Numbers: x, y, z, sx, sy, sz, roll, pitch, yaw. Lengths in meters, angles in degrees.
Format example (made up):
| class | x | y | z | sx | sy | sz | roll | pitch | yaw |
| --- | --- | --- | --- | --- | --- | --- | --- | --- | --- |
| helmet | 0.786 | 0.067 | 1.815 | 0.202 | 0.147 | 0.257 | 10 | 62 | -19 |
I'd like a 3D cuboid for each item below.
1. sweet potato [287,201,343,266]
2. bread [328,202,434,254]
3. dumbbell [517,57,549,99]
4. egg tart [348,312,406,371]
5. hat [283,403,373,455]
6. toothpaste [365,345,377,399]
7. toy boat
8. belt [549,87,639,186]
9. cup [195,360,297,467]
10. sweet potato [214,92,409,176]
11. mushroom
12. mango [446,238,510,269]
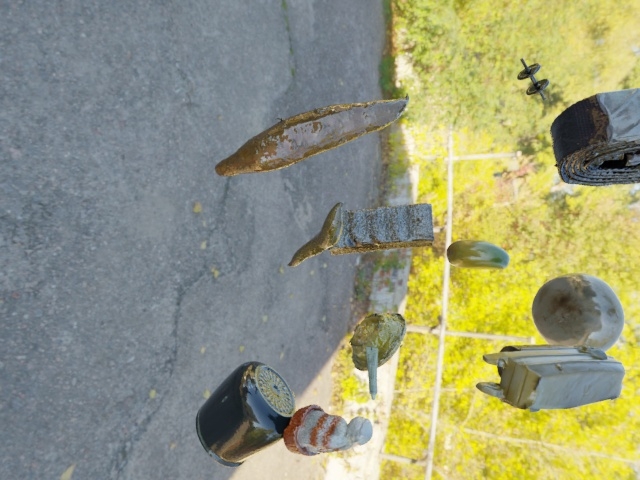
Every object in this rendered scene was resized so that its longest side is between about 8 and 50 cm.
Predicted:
| class | x | y | z | sx | sy | sz | roll | pitch | yaw |
| --- | --- | --- | --- | --- | --- | --- | --- | --- | --- |
| sweet potato | 0.001 | 0.002 | 1.099 | 0.069 | 0.249 | 0.060 | 17 | 44 | -29 |
| bread | 0.235 | -0.045 | 1.702 | 0.113 | 0.416 | 0.165 | 65 | 21 | -66 |
| dumbbell | 0.622 | -0.470 | 1.263 | 0.147 | 0.069 | 0.069 | 47 | 43 | -21 |
| egg tart | 0.228 | 0.410 | 1.852 | 0.120 | 0.315 | 0.315 | 46 | 42 | -15 |
| hat | 0.024 | 0.364 | 0.816 | 0.112 | 0.162 | 0.094 | 28 | 61 | -50 |
| toothpaste | 0.192 | 0.490 | 1.594 | 0.029 | 0.048 | 0.198 | -2 | 90 | -59 |
| toy boat | 0.407 | 0.231 | 0.765 | 0.310 | 0.115 | 0.090 | 3 | 101 | -25 |
| belt | 0.624 | -0.216 | 0.866 | 0.184 | 0.288 | 0.164 | 56 | 37 | -56 |
| cup | -0.141 | 0.364 | 0.912 | 0.176 | 0.169 | 0.223 | -43 | 153 | 9 |
| sweet potato | -0.012 | -0.162 | 0.638 | 0.066 | 0.314 | 0.072 | -116 | -177 | -59 |
| mushroom | 0.695 | 0.198 | 1.171 | 0.178 | 0.226 | 0.227 | -6 | 100 | -33 |
| mango | 0.492 | 0.049 | 1.344 | 0.130 | 0.194 | 0.092 | 121 | -19 | -72 |
